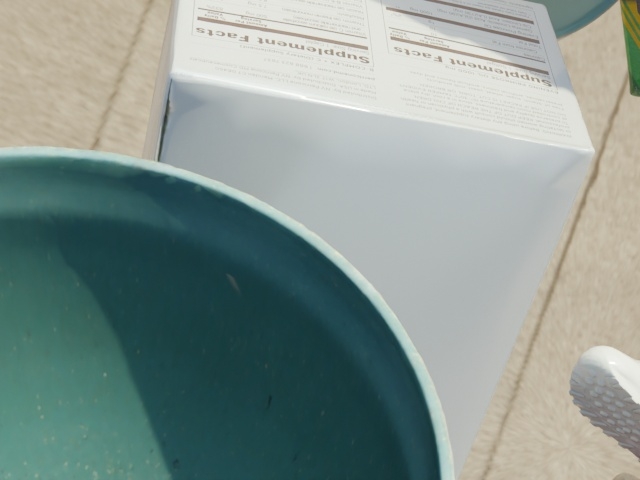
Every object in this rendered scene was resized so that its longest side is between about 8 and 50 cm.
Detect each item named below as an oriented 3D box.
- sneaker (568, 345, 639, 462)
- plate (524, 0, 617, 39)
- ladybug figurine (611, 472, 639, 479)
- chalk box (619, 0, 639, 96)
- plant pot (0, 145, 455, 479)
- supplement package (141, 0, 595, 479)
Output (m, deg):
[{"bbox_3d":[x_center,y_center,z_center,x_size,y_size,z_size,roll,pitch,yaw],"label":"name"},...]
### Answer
[{"bbox_3d":[0.326,0.157,1.372,0.090,0.235,0.095,11,65,49],"label":"sneaker"},{"bbox_3d":[0.184,-0.198,1.030,0.188,0.188,0.024,-33,63,4],"label":"plate"},{"bbox_3d":[0.197,0.425,1.452,0.162,0.305,0.449,35,75,-9],"label":"ladybug figurine"},{"bbox_3d":[0.236,-0.179,0.719,0.132,0.213,0.132,21,53,40],"label":"chalk box"},{"bbox_3d":[-0.108,0.135,0.522,0.293,0.196,0.293,3,46,-3],"label":"plant pot"},{"bbox_3d":[0.000,0.000,0.761,0.204,0.145,0.262,9,127,-9],"label":"supplement package"}]
